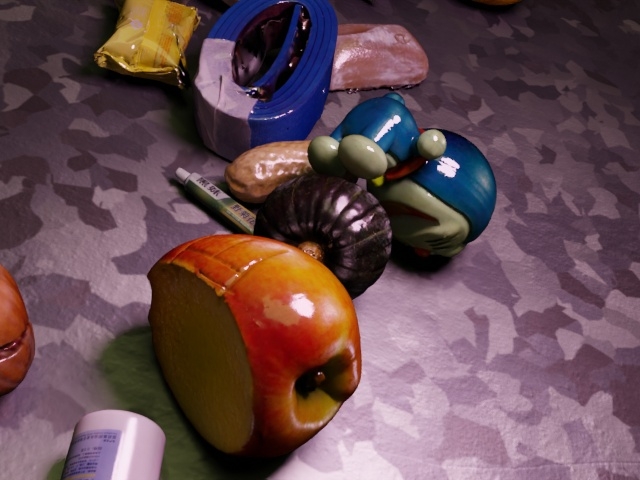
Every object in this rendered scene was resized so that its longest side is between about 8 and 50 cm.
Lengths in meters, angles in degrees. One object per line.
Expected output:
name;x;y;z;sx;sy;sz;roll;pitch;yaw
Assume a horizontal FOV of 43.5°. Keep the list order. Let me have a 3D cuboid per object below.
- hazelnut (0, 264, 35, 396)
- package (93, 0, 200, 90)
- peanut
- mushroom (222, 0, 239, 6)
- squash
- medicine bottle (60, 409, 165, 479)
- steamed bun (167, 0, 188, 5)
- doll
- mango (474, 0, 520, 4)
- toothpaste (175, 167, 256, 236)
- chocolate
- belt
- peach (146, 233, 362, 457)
hazelnut;-0.410;0.106;0.896;0.182;0.182;0.182;10;47;-11
package;-0.291;-0.350;1.386;0.168;0.090;0.226;14;49;-12
peanut;-0.039;-0.105;1.255;0.226;0.095;0.108;-4;51;-22
mushroom;-0.136;-0.540;1.539;0.207;0.209;0.206;4;71;-12
squash;0.001;-0.002;1.120;0.193;0.193;0.156;48;23;22
medicine bottle;-0.227;0.281;0.839;0.103;0.102;0.186;12;47;-10
steamed bun;-0.301;-0.532;1.453;0.200;0.225;0.170;23;73;-17
doll;0.146;-0.097;1.210;0.322;0.199;0.186;42;70;-37
mango;0.368;-0.686;1.844;0.264;0.221;0.378;-4;41;-20
toothpaste;-0.139;-0.046;1.212;0.204;0.031;0.049;37;51;10
chocolate;0.094;-0.369;1.547;0.262;0.083;0.161;-12;53;-28
belt;-0.088;-0.289;1.354;0.213;0.117;0.346;18;54;4
peach;-0.085;0.114;0.966;0.275;0.248;0.245;34;11;28
